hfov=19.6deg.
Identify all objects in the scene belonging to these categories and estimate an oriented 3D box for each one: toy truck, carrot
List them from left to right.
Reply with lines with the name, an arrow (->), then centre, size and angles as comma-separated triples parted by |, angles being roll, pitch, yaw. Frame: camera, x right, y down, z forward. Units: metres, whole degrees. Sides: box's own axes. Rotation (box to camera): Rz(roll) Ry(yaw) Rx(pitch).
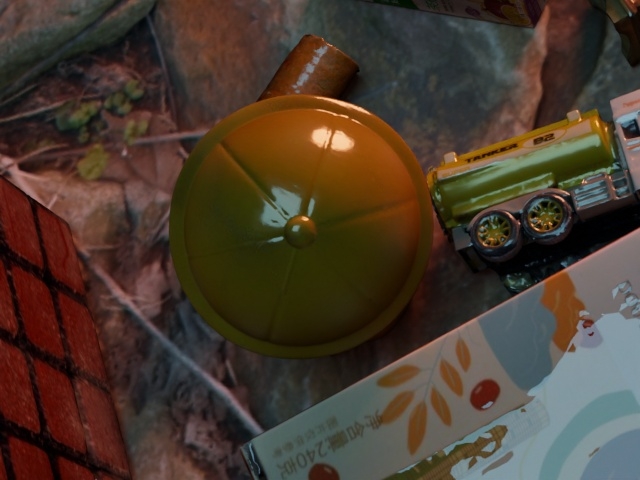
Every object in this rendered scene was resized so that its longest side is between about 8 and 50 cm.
carrot -> -0.049, -0.064, 1.528 | 0.067, 0.067, 0.225 | 29, 81, 25
toy truck -> 0.196, -0.042, 1.416 | 0.227, 0.098, 0.114 | -19, 61, 14

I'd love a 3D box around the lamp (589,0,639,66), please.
lamp -> 0.357, -0.265, 1.443 | 0.325, 0.090, 0.089 | -30, 64, 6

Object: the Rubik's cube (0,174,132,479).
Rubik's cube -> -0.368, 0.136, 1.415 | 0.337, 0.344, 0.344 | -20, 65, 12

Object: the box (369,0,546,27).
box -> 0.084, -0.220, 1.543 | 0.207, 0.050, 0.041 | 12, 73, 22

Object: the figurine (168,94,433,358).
figurine -> 0.004, 0.002, 1.380 | 0.167, 0.257, 0.192 | 21, 86, 26

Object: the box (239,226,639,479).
box -> 0.185, 0.215, 1.316 | 0.385, 0.122, 0.344 | -29, 65, 7
